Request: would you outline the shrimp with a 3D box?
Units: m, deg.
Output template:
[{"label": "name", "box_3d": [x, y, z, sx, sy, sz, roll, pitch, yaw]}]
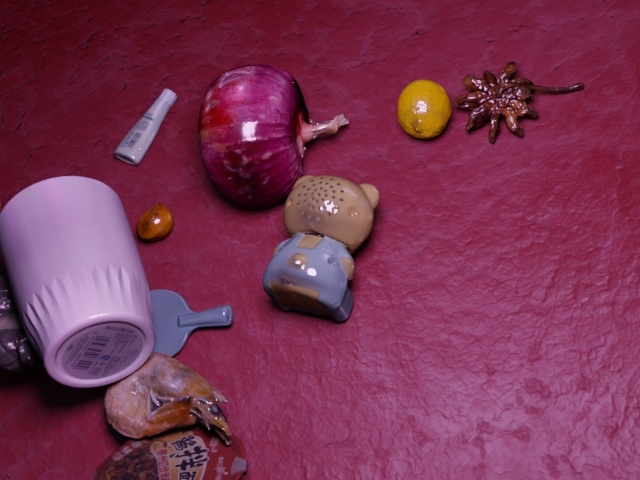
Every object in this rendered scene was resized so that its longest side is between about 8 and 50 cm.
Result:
[{"label": "shrimp", "box_3d": [-0.279, 0.302, 1.664, 0.317, 0.077, 0.168, 22, 67, 42]}]

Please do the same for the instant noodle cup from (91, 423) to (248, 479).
[{"label": "instant noodle cup", "box_3d": [-0.250, 0.427, 1.569, 0.274, 0.091, 0.274, -8, 23, 3]}]

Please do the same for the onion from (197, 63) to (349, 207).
[{"label": "onion", "box_3d": [-0.133, -0.199, 1.834, 0.272, 0.256, 0.230, -24, 38, 30]}]

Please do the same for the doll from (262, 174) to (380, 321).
[{"label": "doll", "box_3d": [0.000, 0.000, 1.724, 0.177, 0.161, 0.261, 10, 67, 24]}]

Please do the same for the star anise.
[{"label": "star anise", "box_3d": [0.376, -0.296, 1.829, 0.234, 0.073, 0.177, -36, 66, -13]}]

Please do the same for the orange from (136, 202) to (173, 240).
[{"label": "orange", "box_3d": [-0.339, -0.032, 1.905, 0.086, 0.062, 0.086, -39, 18, 15]}]

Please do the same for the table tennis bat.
[{"label": "table tennis bat", "box_3d": [-0.284, 0.161, 1.795, 0.244, 0.040, 0.153, -10, 65, 15]}]

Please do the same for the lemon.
[{"label": "lemon", "box_3d": [0.207, -0.263, 1.838, 0.109, 0.109, 0.133, 1, 56, 18]}]

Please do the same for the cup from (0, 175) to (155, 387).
[{"label": "cup", "box_3d": [-0.459, 0.077, 1.752, 0.253, 0.253, 0.371, -29, 52, 0]}]

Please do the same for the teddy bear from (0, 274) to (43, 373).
[{"label": "teddy bear", "box_3d": [-0.622, 0.200, 1.820, 0.171, 0.144, 0.251, -31, 48, 2]}]

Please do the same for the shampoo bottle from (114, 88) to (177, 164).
[{"label": "shampoo bottle", "box_3d": [-0.385, -0.257, 2.060, 0.069, 0.041, 0.191, 17, 68, 31]}]
